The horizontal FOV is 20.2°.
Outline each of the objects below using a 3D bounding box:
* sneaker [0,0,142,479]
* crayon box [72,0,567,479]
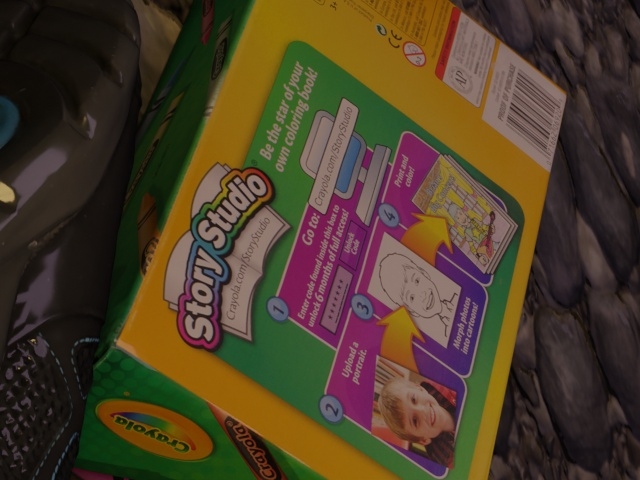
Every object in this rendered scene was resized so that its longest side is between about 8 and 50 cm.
[{"bbox_3d":[-0.132,0.045,0.568,0.140,0.125,0.341,81,17,-46],"label":"sneaker"},{"bbox_3d":[0.000,0.000,0.747,0.165,0.081,0.278,35,46,-18],"label":"crayon box"}]
